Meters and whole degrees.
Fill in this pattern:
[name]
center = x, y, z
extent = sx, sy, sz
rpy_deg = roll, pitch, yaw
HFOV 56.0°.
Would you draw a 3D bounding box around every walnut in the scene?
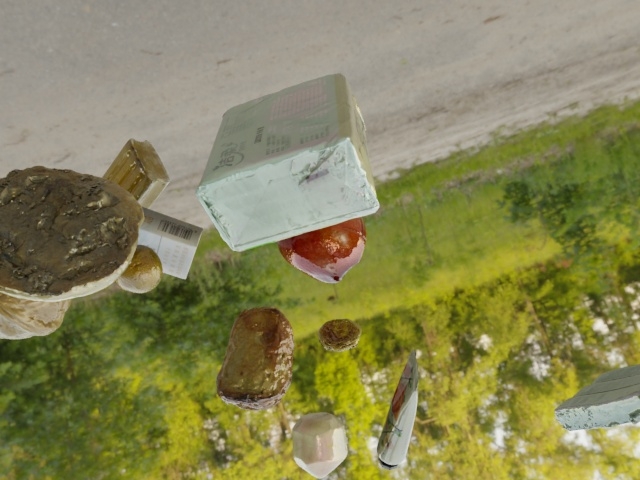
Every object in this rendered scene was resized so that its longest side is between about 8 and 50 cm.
[walnut]
center = -0.703, 0.132, 1.416
extent = 0.228, 0.227, 0.228
rpy_deg = -17, 168, -4

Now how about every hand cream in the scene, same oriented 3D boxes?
[hand cream]
center = 0.130, 0.284, 0.967
extent = 0.050, 0.080, 0.233
rpy_deg = 6, 123, -2

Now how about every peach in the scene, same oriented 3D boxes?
[peach]
center = 0.000, 0.000, 1.724
extent = 0.245, 0.274, 0.248
rpy_deg = -3, 127, -16

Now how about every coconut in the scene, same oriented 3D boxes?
[coconut]
center = 0.001, 0.605, 1.771
extent = 0.171, 0.182, 0.171
rpy_deg = -7, 180, 0

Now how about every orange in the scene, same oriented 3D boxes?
[orange]
center = -0.314, 0.050, 1.033
extent = 0.085, 0.085, 0.095
rpy_deg = -13, 171, -19

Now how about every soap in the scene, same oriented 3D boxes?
[soap]
center = -0.490, -0.133, 1.537
extent = 0.232, 0.140, 0.073
rpy_deg = -42, 157, 32

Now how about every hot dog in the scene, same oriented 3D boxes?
[hot dog]
center = -0.152, 0.288, 1.459
extent = 0.175, 0.259, 0.114
rpy_deg = 6, 143, 9

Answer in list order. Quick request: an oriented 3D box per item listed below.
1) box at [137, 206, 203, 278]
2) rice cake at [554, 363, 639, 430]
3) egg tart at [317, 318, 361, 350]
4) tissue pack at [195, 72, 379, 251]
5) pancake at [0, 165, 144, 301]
[box]
center = -0.402, -0.006, 1.388
extent = 0.233, 0.067, 0.149
rpy_deg = 19, 139, -10
[rice cake]
center = 0.397, 0.174, 0.720
extent = 0.127, 0.043, 0.237
rpy_deg = -23, 165, -29
[egg tart]
center = 0.057, 0.275, 1.703
extent = 0.130, 0.130, 0.052
rpy_deg = -15, 124, -14
[tissue pack]
center = -0.063, -0.185, 1.331
extent = 0.332, 0.205, 0.405
rpy_deg = -18, -148, 11
[pancake]
center = -0.413, -0.019, 0.937
extent = 0.283, 0.282, 0.049
rpy_deg = -13, 142, -21
